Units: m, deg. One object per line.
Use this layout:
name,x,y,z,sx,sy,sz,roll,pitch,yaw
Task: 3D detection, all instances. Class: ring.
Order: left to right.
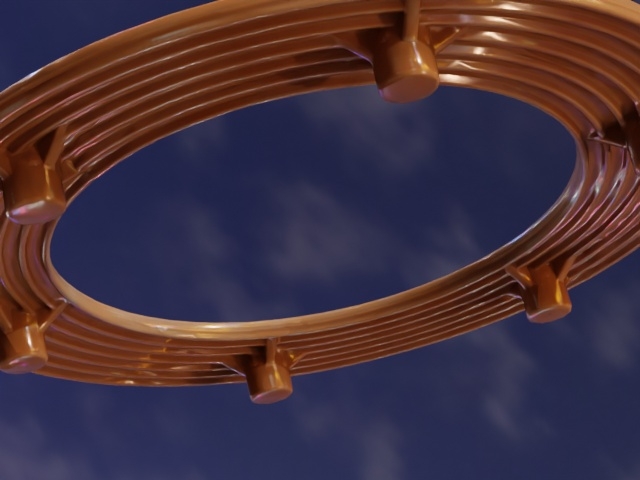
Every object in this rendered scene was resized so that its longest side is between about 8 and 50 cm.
ring,0.000,0.000,0.663,0.336,0.336,0.032,-35,-123,41
